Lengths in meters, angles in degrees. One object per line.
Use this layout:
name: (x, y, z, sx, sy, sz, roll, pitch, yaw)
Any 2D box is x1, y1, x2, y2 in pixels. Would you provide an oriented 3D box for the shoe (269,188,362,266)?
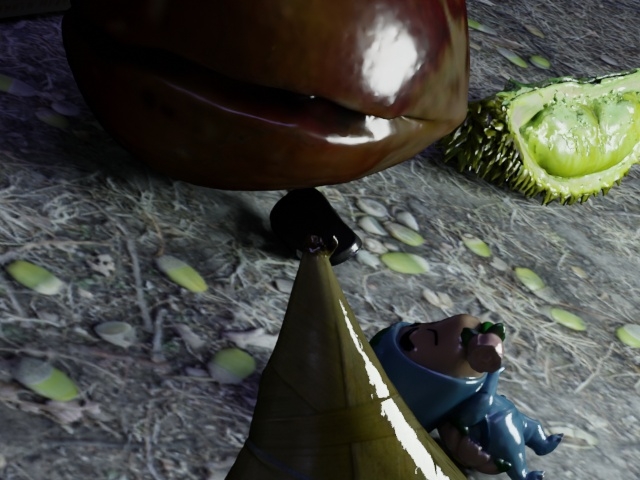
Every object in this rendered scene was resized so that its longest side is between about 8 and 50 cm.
shoe: (0.000, 0.000, 1.454, 0.062, 0.053, 0.159, -33, 28, -8)

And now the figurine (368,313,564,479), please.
figurine: (0.124, 0.119, 1.254, 0.178, 0.144, 0.114, 37, 32, 1)

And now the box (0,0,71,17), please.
box: (-0.418, -0.306, 1.676, 0.205, 0.051, 0.365, 35, 30, 23)

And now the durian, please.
durian: (0.266, -0.141, 1.772, 0.352, 0.169, 0.158, -8, 42, -35)

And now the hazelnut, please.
hazelnut: (-0.044, -0.243, 1.488, 0.402, 0.402, 0.429, 28, 15, 9)

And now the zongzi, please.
zongzi: (0.054, 0.137, 1.055, 0.228, 0.256, 0.115, 13, 4, -21)
